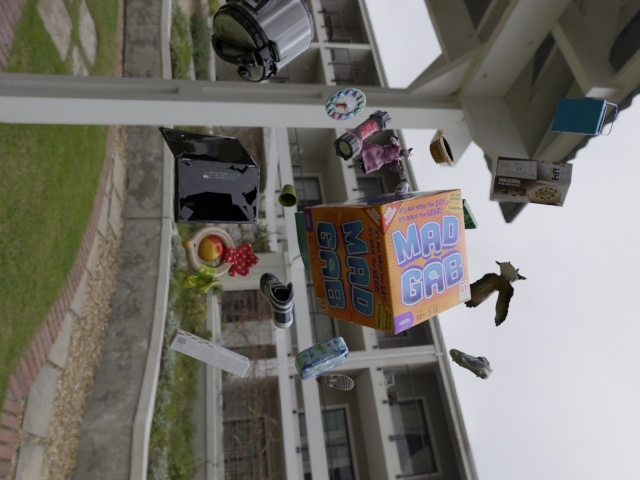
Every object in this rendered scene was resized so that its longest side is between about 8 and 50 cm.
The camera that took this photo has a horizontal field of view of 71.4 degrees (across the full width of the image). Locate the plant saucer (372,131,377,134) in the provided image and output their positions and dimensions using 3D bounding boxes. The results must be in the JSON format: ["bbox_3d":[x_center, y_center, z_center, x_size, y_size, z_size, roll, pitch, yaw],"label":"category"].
[{"bbox_3d":[0.251,-0.538,2.098,0.083,0.015,0.083,179,-90,-73],"label":"plant saucer"}]

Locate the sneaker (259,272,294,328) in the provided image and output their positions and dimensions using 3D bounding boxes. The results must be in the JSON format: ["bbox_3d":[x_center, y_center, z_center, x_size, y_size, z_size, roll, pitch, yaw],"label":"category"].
[{"bbox_3d":[-0.169,0.185,1.710,0.282,0.099,0.153,-120,-155,-46],"label":"sneaker"}]

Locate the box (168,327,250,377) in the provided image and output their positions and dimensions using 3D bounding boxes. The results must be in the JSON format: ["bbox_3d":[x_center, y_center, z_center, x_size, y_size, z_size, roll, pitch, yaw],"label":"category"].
[{"bbox_3d":[-0.428,0.436,1.728,0.067,0.324,0.063,-59,-156,0],"label":"box"}]

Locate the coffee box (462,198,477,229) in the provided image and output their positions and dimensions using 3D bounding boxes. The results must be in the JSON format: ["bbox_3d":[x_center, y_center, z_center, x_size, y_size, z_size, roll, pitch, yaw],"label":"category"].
[{"bbox_3d":[0.692,-0.125,2.201,0.184,0.113,0.040,52,49,-35],"label":"coffee box"}]

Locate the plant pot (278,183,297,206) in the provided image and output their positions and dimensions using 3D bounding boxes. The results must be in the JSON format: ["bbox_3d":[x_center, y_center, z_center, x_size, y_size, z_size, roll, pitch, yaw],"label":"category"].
[{"bbox_3d":[-0.139,-0.201,1.923,0.083,0.083,0.079,100,-7,-47],"label":"plant pot"}]

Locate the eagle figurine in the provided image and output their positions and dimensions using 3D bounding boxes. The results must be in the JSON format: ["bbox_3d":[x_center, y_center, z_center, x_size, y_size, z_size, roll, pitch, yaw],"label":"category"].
[{"bbox_3d":[0.910,0.261,2.285,0.225,0.298,0.226,46,-7,-5],"label":"eagle figurine"}]

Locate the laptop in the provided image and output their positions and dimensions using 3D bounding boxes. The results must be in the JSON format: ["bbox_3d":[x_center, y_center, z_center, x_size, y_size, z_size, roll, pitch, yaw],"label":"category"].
[{"bbox_3d":[-0.491,-0.283,1.968,0.236,0.381,0.408,8,-83,52],"label":"laptop"}]

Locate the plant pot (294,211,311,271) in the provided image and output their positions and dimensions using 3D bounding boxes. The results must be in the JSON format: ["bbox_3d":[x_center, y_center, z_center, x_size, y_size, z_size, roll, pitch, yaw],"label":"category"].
[{"bbox_3d":[0.000,0.000,1.763,0.165,0.165,0.234,-30,117,-79],"label":"plant pot"}]

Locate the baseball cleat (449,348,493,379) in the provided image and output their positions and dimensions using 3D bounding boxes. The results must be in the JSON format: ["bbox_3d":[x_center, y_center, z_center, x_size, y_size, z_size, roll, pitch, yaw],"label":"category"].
[{"bbox_3d":[0.708,0.566,2.096,0.206,0.109,0.072,38,-43,21],"label":"baseball cleat"}]

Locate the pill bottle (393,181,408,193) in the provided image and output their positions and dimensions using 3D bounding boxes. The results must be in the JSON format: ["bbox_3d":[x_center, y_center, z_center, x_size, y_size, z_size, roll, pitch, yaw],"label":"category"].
[{"bbox_3d":[0.462,-0.281,2.550,0.120,0.067,0.067,-58,168,-37],"label":"pill bottle"}]

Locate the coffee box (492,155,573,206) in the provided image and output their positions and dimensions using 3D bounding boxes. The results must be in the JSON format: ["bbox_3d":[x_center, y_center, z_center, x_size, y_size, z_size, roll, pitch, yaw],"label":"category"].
[{"bbox_3d":[0.918,-0.258,1.949,0.168,0.297,0.119,69,37,-54],"label":"coffee box"}]

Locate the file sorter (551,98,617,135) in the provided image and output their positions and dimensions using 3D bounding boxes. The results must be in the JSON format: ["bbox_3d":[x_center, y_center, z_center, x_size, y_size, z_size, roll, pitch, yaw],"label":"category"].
[{"bbox_3d":[0.967,-0.450,1.632,0.170,0.104,0.118,31,-62,57],"label":"file sorter"}]

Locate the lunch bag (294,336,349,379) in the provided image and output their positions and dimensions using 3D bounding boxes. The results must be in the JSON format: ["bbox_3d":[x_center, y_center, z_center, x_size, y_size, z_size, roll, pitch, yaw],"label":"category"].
[{"bbox_3d":[0.005,0.489,1.840,0.090,0.219,0.176,62,-21,27],"label":"lunch bag"}]

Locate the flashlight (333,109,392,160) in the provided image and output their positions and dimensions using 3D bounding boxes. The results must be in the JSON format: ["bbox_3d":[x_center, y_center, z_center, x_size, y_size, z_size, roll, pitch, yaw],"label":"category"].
[{"bbox_3d":[0.179,-0.431,1.792,0.103,0.304,0.103,52,-33,-3],"label":"flashlight"}]

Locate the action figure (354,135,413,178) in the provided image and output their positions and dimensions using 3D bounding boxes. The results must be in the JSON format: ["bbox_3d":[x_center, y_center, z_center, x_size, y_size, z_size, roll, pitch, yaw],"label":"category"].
[{"bbox_3d":[0.386,-0.507,2.701,0.276,0.370,0.248,-136,-140,-67],"label":"action figure"}]

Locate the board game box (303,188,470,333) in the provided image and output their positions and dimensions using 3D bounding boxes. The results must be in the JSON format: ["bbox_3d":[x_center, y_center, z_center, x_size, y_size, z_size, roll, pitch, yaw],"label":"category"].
[{"bbox_3d":[0.208,0.042,1.414,0.356,0.356,0.357,4,-75,53],"label":"board game box"}]

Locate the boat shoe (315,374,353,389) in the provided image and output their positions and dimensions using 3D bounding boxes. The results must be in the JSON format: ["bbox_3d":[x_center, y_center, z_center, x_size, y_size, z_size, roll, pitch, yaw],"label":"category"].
[{"bbox_3d":[0.065,0.667,2.118,0.072,0.190,0.068,-21,-127,62],"label":"boat shoe"}]

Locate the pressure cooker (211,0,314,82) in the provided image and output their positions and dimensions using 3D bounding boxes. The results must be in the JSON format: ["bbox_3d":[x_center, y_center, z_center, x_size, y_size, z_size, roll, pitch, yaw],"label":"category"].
[{"bbox_3d":[-0.280,-0.939,2.039,0.375,0.420,0.370,50,-19,-11],"label":"pressure cooker"}]

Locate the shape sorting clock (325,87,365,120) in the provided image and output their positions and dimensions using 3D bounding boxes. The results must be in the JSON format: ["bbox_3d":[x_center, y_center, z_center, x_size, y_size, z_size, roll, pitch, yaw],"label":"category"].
[{"bbox_3d":[0.125,-0.673,2.212,0.206,0.206,0.040,109,-26,-61],"label":"shape sorting clock"}]

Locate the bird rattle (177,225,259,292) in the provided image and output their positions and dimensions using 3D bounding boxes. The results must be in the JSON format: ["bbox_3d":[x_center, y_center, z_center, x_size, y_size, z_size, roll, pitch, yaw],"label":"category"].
[{"bbox_3d":[-0.326,0.052,1.403,0.143,0.253,0.207,6,-58,53],"label":"bird rattle"}]

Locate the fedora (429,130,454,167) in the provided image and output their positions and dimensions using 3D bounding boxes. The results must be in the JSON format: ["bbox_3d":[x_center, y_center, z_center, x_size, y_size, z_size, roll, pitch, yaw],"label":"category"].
[{"bbox_3d":[0.570,-0.423,2.114,0.194,0.079,0.194,37,42,-43],"label":"fedora"}]
